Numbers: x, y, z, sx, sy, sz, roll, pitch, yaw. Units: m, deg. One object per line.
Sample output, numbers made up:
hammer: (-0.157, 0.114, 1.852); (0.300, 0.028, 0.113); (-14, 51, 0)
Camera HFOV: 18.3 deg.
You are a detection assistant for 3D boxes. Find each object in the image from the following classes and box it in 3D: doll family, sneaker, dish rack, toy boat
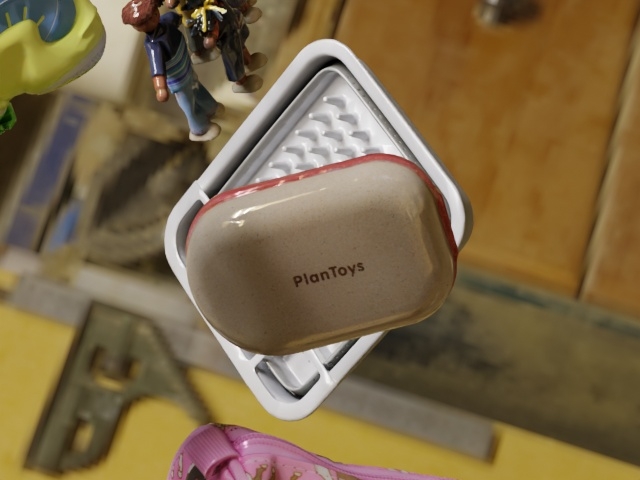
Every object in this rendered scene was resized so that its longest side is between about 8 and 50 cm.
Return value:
doll family: (-0.087, -0.157, 1.345); (0.193, 0.076, 0.111); (-101, -9, -49)
sneaker: (-0.249, -0.119, 1.261); (0.091, 0.126, 0.240); (-10, 23, 46)
dish rack: (0.004, -0.010, 2.053); (0.072, 0.285, 0.333); (0, -42, -50)
toy boat: (0.000, 0.000, 1.700); (0.151, 0.231, 0.151); (-81, -24, -68)

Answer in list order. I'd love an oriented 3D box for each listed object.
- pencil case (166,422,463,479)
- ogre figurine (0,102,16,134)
pencil case: (0.069, 0.239, 1.427); (0.160, 0.386, 0.167); (147, 131, -60)
ogre figurine: (-0.318, -0.081, 1.449); (0.118, 0.197, 0.097); (134, 137, -71)
